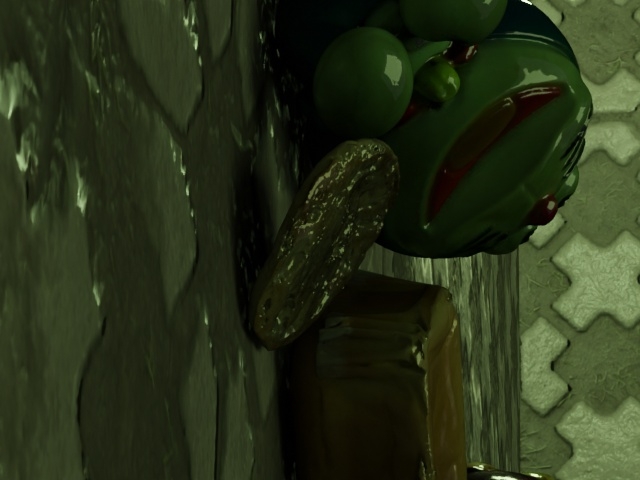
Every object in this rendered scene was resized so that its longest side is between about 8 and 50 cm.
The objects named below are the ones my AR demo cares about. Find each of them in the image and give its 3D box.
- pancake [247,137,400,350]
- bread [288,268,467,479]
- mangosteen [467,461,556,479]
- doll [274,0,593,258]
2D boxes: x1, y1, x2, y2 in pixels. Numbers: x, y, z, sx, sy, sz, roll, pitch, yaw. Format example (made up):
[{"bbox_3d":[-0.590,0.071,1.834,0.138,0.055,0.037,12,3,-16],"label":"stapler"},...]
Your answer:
[{"bbox_3d":[0.001,0.000,1.168,0.152,0.025,0.152,-50,162,-23],"label":"pancake"},{"bbox_3d":[0.038,0.150,1.297,0.136,0.107,0.241,-57,145,-69],"label":"bread"},{"bbox_3d":[0.175,0.298,1.826,0.217,0.192,0.192,-41,129,-66],"label":"mangosteen"},{"bbox_3d":[0.075,-0.104,1.322,0.186,0.198,0.322,46,-7,36],"label":"doll"}]
